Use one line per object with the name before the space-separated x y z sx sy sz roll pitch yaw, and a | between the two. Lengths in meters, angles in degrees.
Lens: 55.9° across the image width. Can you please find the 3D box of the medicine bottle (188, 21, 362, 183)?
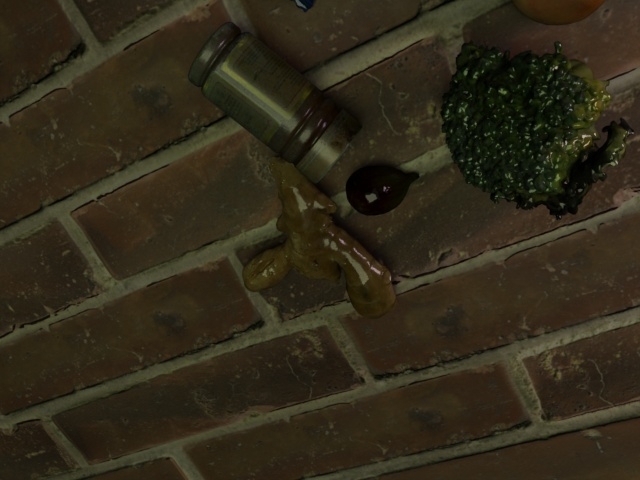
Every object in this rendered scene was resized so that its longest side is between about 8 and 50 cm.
medicine bottle | -0.088 -0.267 1.175 0.322 0.151 0.151 38 117 -8

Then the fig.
fig | 0.130 -0.111 1.243 0.155 0.103 0.109 -26 67 -9

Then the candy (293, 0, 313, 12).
candy | -0.009 -0.536 1.015 0.187 0.077 0.331 45 144 -12

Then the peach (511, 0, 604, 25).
peach | 0.393 -0.441 0.974 0.184 0.184 0.184 5 117 10

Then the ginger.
ginger | 0.008 0.012 1.315 0.363 0.122 0.348 18 127 14

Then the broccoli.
broccoli | 0.360 -0.197 1.041 0.272 0.324 0.334 -23 121 11
